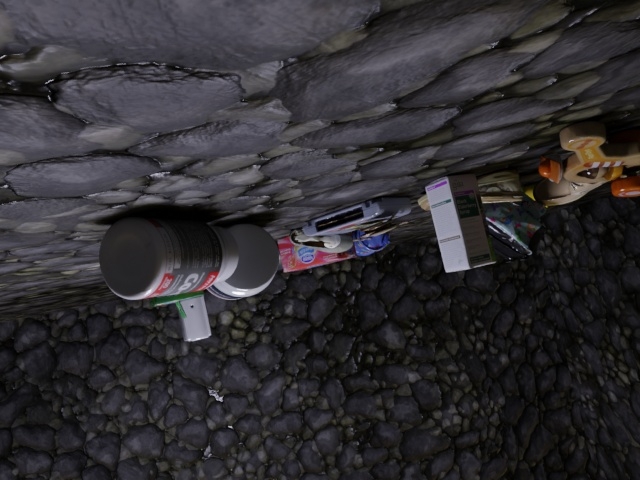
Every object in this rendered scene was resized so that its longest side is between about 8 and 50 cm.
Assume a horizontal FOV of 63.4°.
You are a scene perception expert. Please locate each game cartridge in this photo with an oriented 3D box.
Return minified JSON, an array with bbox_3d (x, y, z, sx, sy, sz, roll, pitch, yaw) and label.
[{"bbox_3d":[0.115,-0.069,1.554,0.294,0.060,0.196,-17,177,42],"label":"game cartridge"}]

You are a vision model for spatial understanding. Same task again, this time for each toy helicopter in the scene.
[{"bbox_3d":[0.583,-0.188,1.143,0.235,0.140,0.355,-5,169,35],"label":"toy helicopter"}]

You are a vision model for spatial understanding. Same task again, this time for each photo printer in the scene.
[{"bbox_3d":[-0.527,0.252,2.101,0.107,0.307,0.256,-11,172,-19],"label":"photo printer"}]

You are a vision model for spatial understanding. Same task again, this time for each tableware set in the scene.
[{"bbox_3d":[0.161,-0.040,1.489,0.128,0.039,0.194,-23,-177,-11],"label":"tableware set"}]

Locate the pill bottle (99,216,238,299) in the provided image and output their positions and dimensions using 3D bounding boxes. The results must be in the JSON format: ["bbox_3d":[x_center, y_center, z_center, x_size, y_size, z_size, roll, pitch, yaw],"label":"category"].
[{"bbox_3d":[-0.307,0.034,1.110,0.161,0.161,0.283,-14,174,24],"label":"pill bottle"}]

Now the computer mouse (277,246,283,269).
[{"bbox_3d":[-0.138,0.069,2.050,0.188,0.072,0.272,-39,173,-9],"label":"computer mouse"}]

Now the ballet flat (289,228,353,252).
[{"bbox_3d":[0.000,0.000,1.696,0.213,0.072,0.068,5,173,10],"label":"ballet flat"}]

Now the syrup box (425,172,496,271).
[{"bbox_3d":[0.356,-0.045,1.323,0.093,0.236,0.096,-9,175,-28],"label":"syrup box"}]

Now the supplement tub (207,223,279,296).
[{"bbox_3d":[-0.223,0.060,1.400,0.191,0.191,0.272,-10,174,-19],"label":"supplement tub"}]

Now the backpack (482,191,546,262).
[{"bbox_3d":[0.536,-0.071,1.585,0.254,0.191,0.225,28,174,-1],"label":"backpack"}]

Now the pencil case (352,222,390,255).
[{"bbox_3d":[0.181,-0.008,1.937,0.133,0.119,0.306,18,174,-1],"label":"pencil case"}]

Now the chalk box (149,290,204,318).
[{"bbox_3d":[-0.398,0.108,1.394,0.132,0.213,0.132,-9,174,-24],"label":"chalk box"}]

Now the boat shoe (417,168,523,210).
[{"bbox_3d":[0.410,-0.120,1.442,0.285,0.089,0.105,-15,174,32],"label":"boat shoe"}]

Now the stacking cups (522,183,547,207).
[{"bbox_3d":[0.651,-0.134,1.878,0.316,0.096,0.096,-12,175,35],"label":"stacking cups"}]

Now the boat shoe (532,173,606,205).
[{"bbox_3d":[0.733,-0.184,1.445,0.302,0.109,0.098,-23,164,37],"label":"boat shoe"}]

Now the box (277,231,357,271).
[{"bbox_3d":[-0.014,0.026,1.843,0.257,0.128,0.123,-15,174,36],"label":"box"}]
